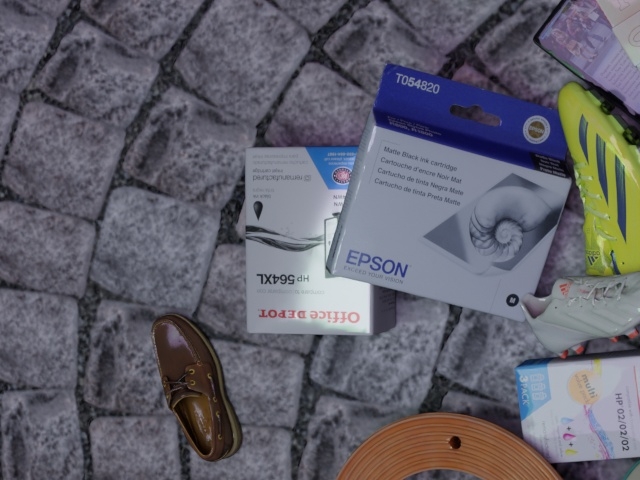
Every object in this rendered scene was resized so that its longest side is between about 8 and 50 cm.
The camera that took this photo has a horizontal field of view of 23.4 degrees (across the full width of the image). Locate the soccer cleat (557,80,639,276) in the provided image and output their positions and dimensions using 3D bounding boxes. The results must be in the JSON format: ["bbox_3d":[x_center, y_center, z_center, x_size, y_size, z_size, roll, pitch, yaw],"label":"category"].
[{"bbox_3d":[0.302,-0.023,1.555,0.121,0.093,0.289,-31,87,18],"label":"soccer cleat"}]

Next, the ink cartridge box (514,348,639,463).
[{"bbox_3d":[0.299,0.168,1.588,0.181,0.061,0.104,-8,91,20],"label":"ink cartridge box"}]

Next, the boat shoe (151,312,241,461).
[{"bbox_3d":[-0.145,0.166,1.744,0.064,0.060,0.178,-25,84,19],"label":"boat shoe"}]

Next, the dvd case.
[{"bbox_3d":[0.366,-0.200,1.567,0.253,0.022,0.180,40,105,13],"label":"dvd case"}]

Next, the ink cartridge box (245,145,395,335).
[{"bbox_3d":[0.000,0.000,1.671,0.148,0.086,0.203,0,92,19],"label":"ink cartridge box"}]

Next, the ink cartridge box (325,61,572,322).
[{"bbox_3d":[0.140,-0.047,1.587,0.223,0.045,0.224,13,99,-13],"label":"ink cartridge box"}]

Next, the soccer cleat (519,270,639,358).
[{"bbox_3d":[0.270,0.062,1.526,0.076,0.068,0.196,47,145,-8],"label":"soccer cleat"}]

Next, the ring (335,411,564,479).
[{"bbox_3d":[0.145,0.348,1.634,0.336,0.032,0.337,3,96,34],"label":"ring"}]

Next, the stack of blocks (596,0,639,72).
[{"bbox_3d":[0.290,-0.277,1.487,0.087,0.171,0.297,-32,83,19],"label":"stack of blocks"}]

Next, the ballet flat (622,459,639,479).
[{"bbox_3d":[0.314,0.340,1.578,0.086,0.086,0.248,27,106,16],"label":"ballet flat"}]
